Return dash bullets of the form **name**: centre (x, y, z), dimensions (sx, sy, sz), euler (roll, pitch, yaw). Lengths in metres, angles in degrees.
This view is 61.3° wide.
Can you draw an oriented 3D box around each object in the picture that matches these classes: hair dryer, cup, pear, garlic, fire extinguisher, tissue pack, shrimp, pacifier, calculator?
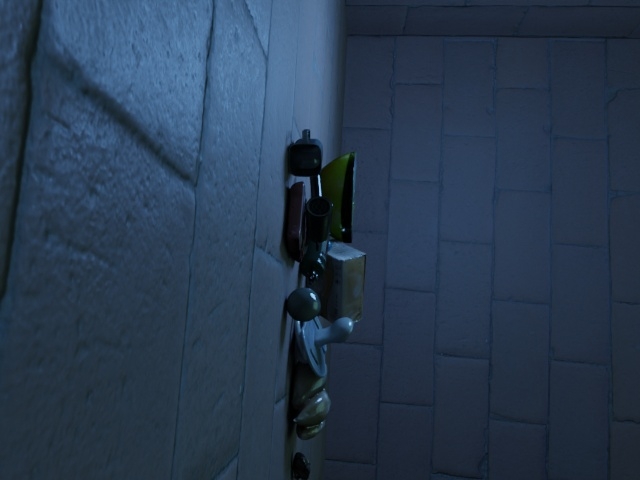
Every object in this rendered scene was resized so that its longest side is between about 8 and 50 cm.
- **hair dryer**: centre (-0.010, -0.119, 1.676), dimensions (0.195, 0.078, 0.248), euler (95, -6, -58)
- **cup**: centre (-0.041, -0.259, 1.562), dimensions (0.129, 0.095, 0.128), euler (-82, 171, -70)
- **pear**: centre (0.060, -0.184, 2.301), dimensions (0.399, 0.165, 0.398), euler (3, 90, -85)
- **garlic**: centre (-0.033, 0.540, 1.886), dimensions (0.325, 0.132, 0.279), euler (92, -8, -82)
- **fire extinguisher**: centre (-0.020, 0.064, 1.939), dimensions (0.294, 0.093, 0.118), euler (-81, 174, -53)
- **tissue pack**: centre (0.038, 0.179, 2.181), dimensions (0.238, 0.239, 0.305), euler (-76, 168, -66)
- **shrimp**: centre (-0.069, 0.830, 1.960), dimensions (0.073, 0.075, 0.190), euler (53, -18, 43)
- **pacifier**: centre (0.013, 0.314, 1.814), dimensions (0.279, 0.207, 0.227), euler (-88, 159, -60)
- **calculator**: centre (-0.068, -0.048, 1.649), dimensions (0.329, 0.048, 0.220), euler (82, 10, -76)

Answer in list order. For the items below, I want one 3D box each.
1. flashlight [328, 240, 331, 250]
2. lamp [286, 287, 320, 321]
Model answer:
- **flashlight**: centre (0.000, 0.000, 2.126), dimensions (0.129, 0.051, 0.051), euler (48, -31, 45)
- **lamp**: centre (-0.050, 0.191, 1.606), dimensions (0.105, 0.105, 0.105), euler (3, 90, -85)
